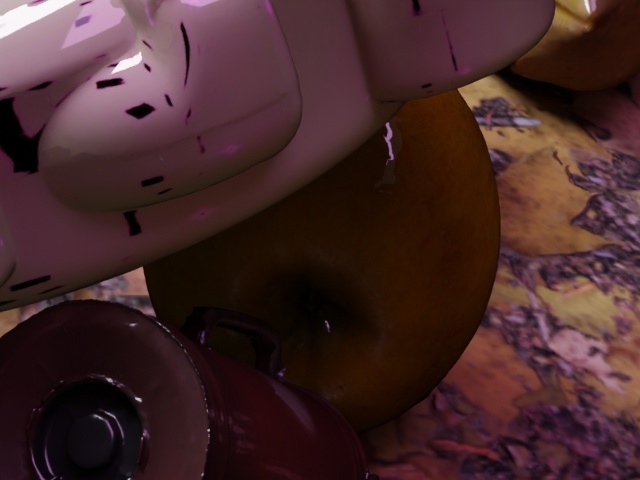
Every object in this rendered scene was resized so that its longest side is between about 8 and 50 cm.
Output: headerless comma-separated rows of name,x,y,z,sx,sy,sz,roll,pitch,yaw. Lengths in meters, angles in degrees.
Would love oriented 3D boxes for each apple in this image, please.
apple,0.000,0.000,0.766,0.182,0.182,0.155,19,33,0

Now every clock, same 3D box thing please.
clock,-0.097,-0.078,0.634,0.309,0.114,0.284,-29,30,-26

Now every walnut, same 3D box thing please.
walnut,0.177,-0.211,1.115,0.203,0.203,0.298,15,28,-5

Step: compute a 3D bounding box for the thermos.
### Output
thermos,-0.040,0.086,0.638,0.099,0.124,0.232,-5,-14,19
